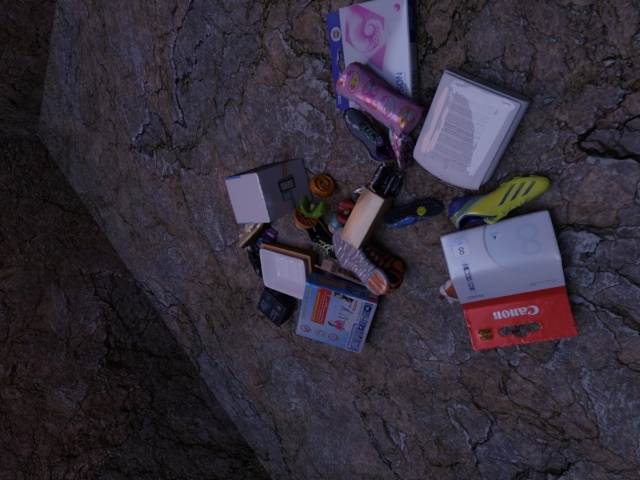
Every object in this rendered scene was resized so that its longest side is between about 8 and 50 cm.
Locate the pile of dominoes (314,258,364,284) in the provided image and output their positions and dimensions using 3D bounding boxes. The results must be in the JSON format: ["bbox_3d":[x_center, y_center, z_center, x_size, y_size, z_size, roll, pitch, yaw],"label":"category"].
[{"bbox_3d":[0.114,0.134,1.693,0.195,0.251,0.040,15,83,50],"label":"pile of dominoes"}]

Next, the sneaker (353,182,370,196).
[{"bbox_3d":[0.164,-0.189,1.619,0.083,0.031,0.035,-17,114,48],"label":"sneaker"}]

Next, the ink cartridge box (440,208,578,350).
[{"bbox_3d":[0.560,0.130,1.286,0.307,0.091,0.386,-15,87,23],"label":"ink cartridge box"}]

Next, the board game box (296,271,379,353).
[{"bbox_3d":[0.068,0.312,1.838,0.301,0.086,0.309,16,124,6],"label":"board game box"}]

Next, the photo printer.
[{"bbox_3d":[0.427,-0.315,1.276,0.256,0.107,0.308,32,130,22],"label":"photo printer"}]

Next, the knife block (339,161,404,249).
[{"bbox_3d":[0.180,-0.131,1.494,0.088,0.276,0.242,35,160,21],"label":"knife block"}]

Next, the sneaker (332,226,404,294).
[{"bbox_3d":[0.187,0.072,1.637,0.321,0.180,0.125,52,125,24],"label":"sneaker"}]

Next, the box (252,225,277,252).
[{"bbox_3d":[-0.269,-0.002,2.071,0.116,0.029,0.162,34,131,23],"label":"box"}]

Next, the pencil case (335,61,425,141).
[{"bbox_3d":[0.182,-0.429,1.326,0.284,0.124,0.124,41,132,12],"label":"pencil case"}]

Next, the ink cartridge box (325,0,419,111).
[{"bbox_3d":[0.152,-0.587,1.393,0.329,0.071,0.325,7,117,36],"label":"ink cartridge box"}]

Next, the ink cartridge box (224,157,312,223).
[{"bbox_3d":[-0.204,-0.203,1.746,0.198,0.270,0.197,-1,110,40],"label":"ink cartridge box"}]

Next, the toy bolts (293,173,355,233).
[{"bbox_3d":[0.018,-0.121,1.707,0.228,0.219,0.158,22,147,-10],"label":"toy bolts"}]

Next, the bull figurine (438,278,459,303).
[{"bbox_3d":[0.528,0.139,1.434,0.188,0.101,0.311,35,131,17],"label":"bull figurine"}]

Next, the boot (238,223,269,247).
[{"bbox_3d":[-0.341,-0.113,1.995,0.203,0.095,0.262,45,112,14],"label":"boot"}]

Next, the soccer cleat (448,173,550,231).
[{"bbox_3d":[0.522,-0.103,1.256,0.288,0.093,0.121,-17,57,20],"label":"soccer cleat"}]

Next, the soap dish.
[{"bbox_3d":[-0.137,0.133,1.970,0.290,0.118,0.229,13,120,34],"label":"soap dish"}]

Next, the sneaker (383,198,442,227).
[{"bbox_3d":[0.327,-0.093,1.515,0.209,0.082,0.069,-15,74,26],"label":"sneaker"}]

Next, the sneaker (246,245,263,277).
[{"bbox_3d":[-0.316,0.106,2.134,0.170,0.051,0.089,57,155,2],"label":"sneaker"}]

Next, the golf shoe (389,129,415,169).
[{"bbox_3d":[0.270,-0.331,1.439,0.086,0.067,0.186,28,131,58],"label":"golf shoe"}]

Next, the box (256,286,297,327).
[{"bbox_3d":[-0.220,0.319,2.152,0.158,0.093,0.156,40,131,18],"label":"box"}]

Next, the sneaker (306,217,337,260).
[{"bbox_3d":[0.000,0.000,1.801,0.235,0.097,0.084,52,134,6],"label":"sneaker"}]

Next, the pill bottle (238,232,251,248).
[{"bbox_3d":[-0.375,0.004,2.152,0.043,0.043,0.083,-15,102,43],"label":"pill bottle"}]

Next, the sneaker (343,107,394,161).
[{"bbox_3d":[0.170,-0.357,1.436,0.223,0.083,0.098,45,170,-26],"label":"sneaker"}]
